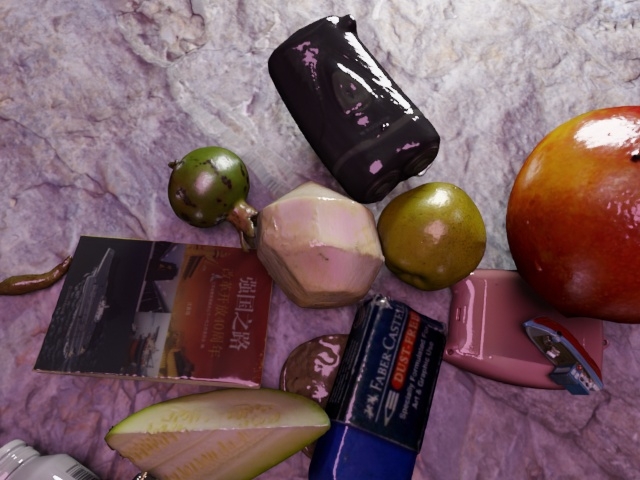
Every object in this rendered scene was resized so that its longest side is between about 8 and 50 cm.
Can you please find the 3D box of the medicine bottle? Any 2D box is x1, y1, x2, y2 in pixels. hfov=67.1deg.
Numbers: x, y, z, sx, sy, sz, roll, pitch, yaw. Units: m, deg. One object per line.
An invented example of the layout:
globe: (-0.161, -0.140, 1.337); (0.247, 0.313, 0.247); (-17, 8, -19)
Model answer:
medicine bottle: (-0.420, 0.409, 0.745); (0.215, 0.135, 0.135); (33, 75, 6)

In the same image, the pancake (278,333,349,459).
pancake: (0.040, 0.278, 0.858); (0.242, 0.050, 0.241); (4, 72, -14)

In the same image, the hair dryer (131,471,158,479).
hair dryer: (-0.175, 0.472, 0.695); (0.128, 0.203, 0.362); (-41, 86, -13)

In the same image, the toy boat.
toy boat: (0.422, 0.203, 0.848); (0.059, 0.069, 0.172); (-39, 89, -24)

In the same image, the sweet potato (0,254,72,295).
sweet potato: (-0.526, 0.074, 0.882); (0.153, 0.038, 0.041); (-22, 100, -11)

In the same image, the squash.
squash: (-0.157, 0.280, 0.774); (0.289, 0.111, 0.203); (-36, 104, 10)

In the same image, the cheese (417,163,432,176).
cheese: (0.123, -0.237, 0.990); (0.249, 0.071, 0.163); (19, 75, 2)

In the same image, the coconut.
coconut: (0.000, 0.000, 0.847); (0.198, 0.237, 0.236); (-17, 73, 29)

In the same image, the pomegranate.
pomegranate: (-0.189, -0.073, 0.899); (0.156, 0.156, 0.220); (-37, 104, -12)

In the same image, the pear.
pear: (0.200, -0.007, 0.879); (0.199, 0.198, 0.198); (1, 75, -3)

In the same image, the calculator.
calculator: (0.392, 0.164, 0.911); (0.330, 0.048, 0.219); (10, 73, -4)

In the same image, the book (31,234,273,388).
book: (-0.278, 0.119, 0.860); (0.375, 0.028, 0.262); (4, 58, -2)

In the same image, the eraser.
eraser: (0.096, 0.259, 0.793); (0.155, 0.101, 0.331); (26, 65, -10)

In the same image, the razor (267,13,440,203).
razor: (0.058, -0.245, 0.894); (0.205, 0.113, 0.348); (-31, 77, -6)

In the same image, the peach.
peach: (0.506, -0.032, 0.814); (0.389, 0.388, 0.387); (1, 75, -3)
